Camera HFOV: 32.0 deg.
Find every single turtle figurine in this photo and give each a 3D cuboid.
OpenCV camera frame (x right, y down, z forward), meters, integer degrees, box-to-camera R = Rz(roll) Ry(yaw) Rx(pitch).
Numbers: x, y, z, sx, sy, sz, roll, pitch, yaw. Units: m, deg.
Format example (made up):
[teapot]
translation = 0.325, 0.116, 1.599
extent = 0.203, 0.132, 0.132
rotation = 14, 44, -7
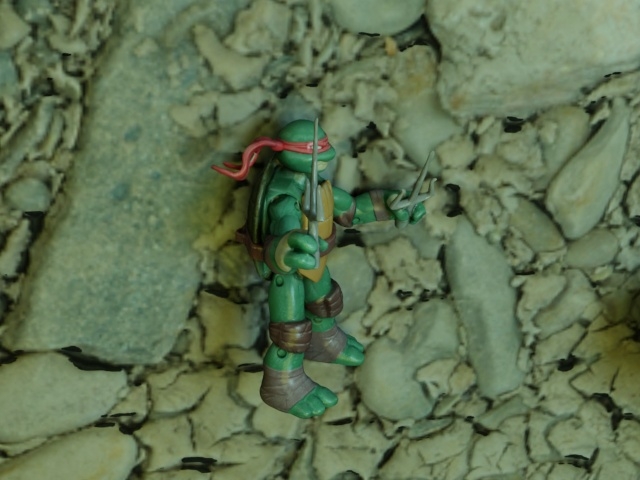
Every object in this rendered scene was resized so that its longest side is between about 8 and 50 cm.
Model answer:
[turtle figurine]
translation = 0.000, 0.000, 0.801
extent = 0.175, 0.118, 0.234
rotation = -28, 131, -45
